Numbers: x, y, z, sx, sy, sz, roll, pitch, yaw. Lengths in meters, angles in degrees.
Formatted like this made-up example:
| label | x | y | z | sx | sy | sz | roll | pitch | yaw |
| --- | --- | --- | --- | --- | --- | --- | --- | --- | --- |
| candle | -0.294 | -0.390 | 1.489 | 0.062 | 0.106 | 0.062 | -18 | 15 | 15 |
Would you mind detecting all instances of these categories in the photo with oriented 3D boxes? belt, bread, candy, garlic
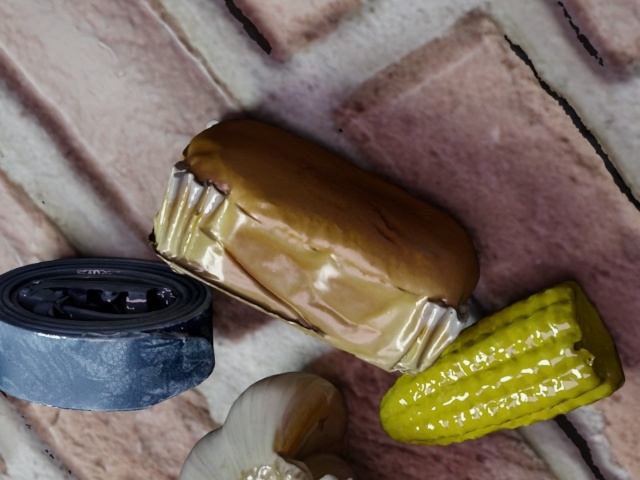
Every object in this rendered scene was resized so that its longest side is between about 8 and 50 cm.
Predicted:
| label | x | y | z | sx | sy | sz | roll | pitch | yaw |
| --- | --- | --- | --- | --- | --- | --- | --- | --- | --- |
| belt | -0.172 | 0.075 | 1.368 | 0.190 | 0.141 | 0.082 | 3 | 116 | 8 |
| bread | 0.000 | 0.000 | 1.301 | 0.241 | 0.136 | 0.107 | 26 | 115 | -1 |
| candy | 0.131 | 0.106 | 1.342 | 0.199 | 0.106 | 0.094 | -25 | 88 | 25 |
| garlic | 0.009 | 0.221 | 1.371 | 0.257 | 0.207 | 0.207 | 6 | 115 | 1 |
